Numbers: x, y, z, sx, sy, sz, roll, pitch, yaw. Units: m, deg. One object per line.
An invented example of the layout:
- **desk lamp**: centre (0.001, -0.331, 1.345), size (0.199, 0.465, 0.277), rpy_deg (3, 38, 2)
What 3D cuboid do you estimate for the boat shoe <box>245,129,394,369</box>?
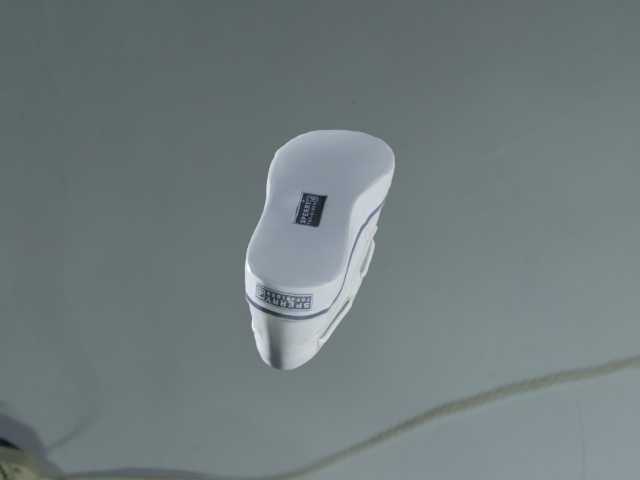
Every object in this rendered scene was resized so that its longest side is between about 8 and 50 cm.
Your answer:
- **boat shoe**: centre (0.000, 0.000, 0.962), size (0.096, 0.088, 0.267), rpy_deg (9, 32, 3)
